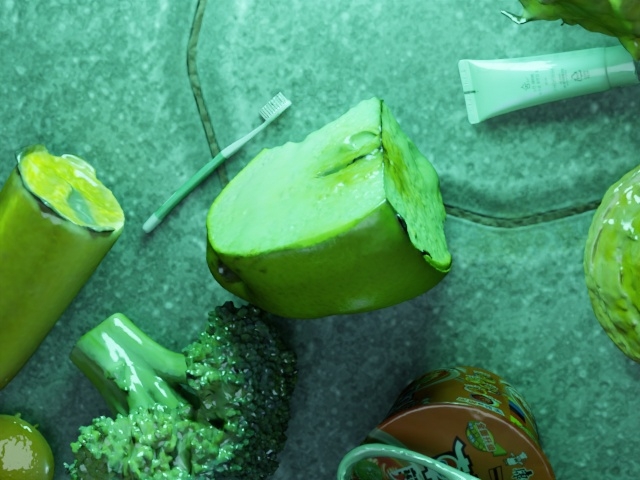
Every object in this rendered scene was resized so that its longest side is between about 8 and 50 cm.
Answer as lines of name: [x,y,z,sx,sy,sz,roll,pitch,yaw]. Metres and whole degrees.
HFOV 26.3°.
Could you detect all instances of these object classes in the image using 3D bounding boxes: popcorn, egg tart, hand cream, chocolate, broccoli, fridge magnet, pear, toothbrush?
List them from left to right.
chocolate: [-0.422,0.088,1.758,0.162,0.162,0.445,37,113,-2]
fridge magnet: [-0.427,0.300,1.854,0.143,0.063,0.143,2,106,7]
broccoli: [-0.192,0.228,1.696,0.302,0.249,0.375,36,114,-5]
toothbrush: [-0.134,-0.094,1.713,0.257,0.018,0.024,-42,92,18]
pear: [0.000,0.000,1.598,0.281,0.286,0.176,-24,120,15]
hand cream: [0.267,-0.189,1.603,0.204,0.050,0.078,-8,107,17]
popcorn: [0.304,-0.306,1.457,0.249,0.249,0.225,37,92,-2]
egg tart: [0.464,0.041,1.592,0.319,0.128,0.319,2,104,9]

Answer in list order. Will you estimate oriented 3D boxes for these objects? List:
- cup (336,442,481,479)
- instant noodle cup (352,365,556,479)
cup: [0.122,0.336,1.524,0.234,0.186,0.258,-24,73,7]
instant noodle cup: [0.166,0.279,1.677,0.250,0.192,0.250,3,106,9]
